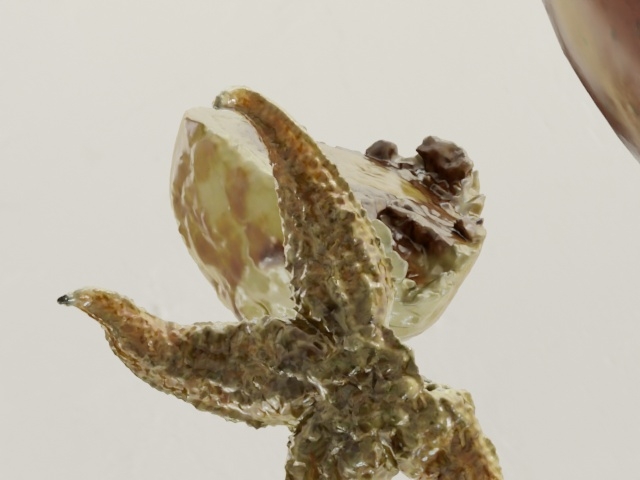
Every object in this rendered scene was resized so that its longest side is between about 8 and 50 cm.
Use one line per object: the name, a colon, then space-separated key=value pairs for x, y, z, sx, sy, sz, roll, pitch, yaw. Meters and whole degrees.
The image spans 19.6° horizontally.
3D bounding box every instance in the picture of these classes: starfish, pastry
starfish: x=-0.015 y=0.063 z=0.804 sx=0.138 sy=0.050 sz=0.247 roll=-30 pitch=-96 yaw=7
pastry: x=-0.007 y=0.000 z=1.393 sx=0.236 sy=0.256 sz=0.170 roll=17 pitch=-72 yaw=-1

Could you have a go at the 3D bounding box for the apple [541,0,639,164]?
apple: x=0.143 y=-0.113 z=0.404 sx=0.234 sy=0.234 sz=0.234 roll=-10 pitch=-116 yaw=22
